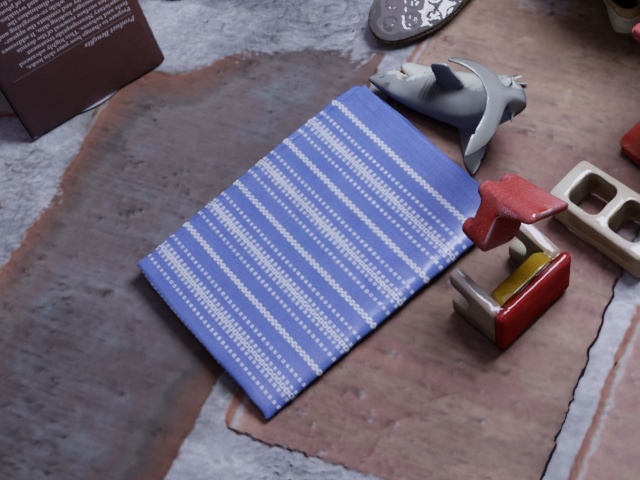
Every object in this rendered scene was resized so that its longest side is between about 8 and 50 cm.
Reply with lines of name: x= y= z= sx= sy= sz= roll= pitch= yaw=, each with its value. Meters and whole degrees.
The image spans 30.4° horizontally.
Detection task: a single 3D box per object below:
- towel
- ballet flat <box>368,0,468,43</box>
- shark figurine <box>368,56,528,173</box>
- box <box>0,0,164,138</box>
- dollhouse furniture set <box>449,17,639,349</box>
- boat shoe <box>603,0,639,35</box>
towel: x=0.000 y=0.000 z=1.252 sx=0.336 sy=0.040 sz=0.243 roll=-40 pitch=61 yaw=-11
ballet flat: x=0.158 y=-0.316 z=1.399 sx=0.250 sy=0.058 sz=0.084 roll=-42 pitch=82 yaw=-8
shark figurine: x=0.165 y=-0.126 z=1.233 sx=0.166 sy=0.278 sz=0.116 roll=6 pitch=98 yaw=-17
box: x=-0.332 y=-0.308 z=1.298 sx=0.191 sy=0.381 sz=0.143 roll=-33 pitch=56 yaw=-9
dollhouse furniture set: x=0.299 y=-0.057 z=1.119 sx=0.374 sy=0.201 sz=0.152 roll=-42 pitch=60 yaw=-15
boat shoe: x=0.338 y=-0.296 z=1.348 sx=0.050 sy=0.045 sz=0.135 roll=-18 pitch=57 yaw=1
